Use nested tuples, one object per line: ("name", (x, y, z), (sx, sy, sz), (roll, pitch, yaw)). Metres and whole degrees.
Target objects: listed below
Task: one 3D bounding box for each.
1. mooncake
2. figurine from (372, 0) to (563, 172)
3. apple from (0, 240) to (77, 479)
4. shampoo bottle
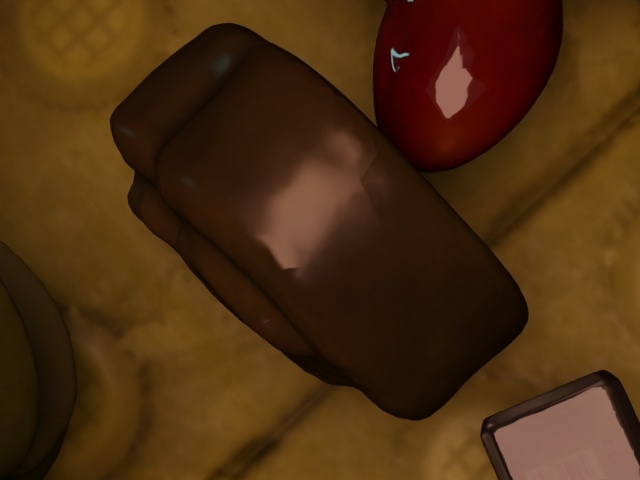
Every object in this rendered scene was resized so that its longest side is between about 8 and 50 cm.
("mooncake", (0.000, 0.000, 0.881), (0.235, 0.235, 0.117), (44, 86, 10))
("figurine", (0.082, -0.218, 0.899), (0.270, 0.211, 0.261), (-38, 100, 17))
("apple", (-0.264, 0.076, 0.862), (0.254, 0.292, 0.292), (28, 87, 7))
("shampoo bottle", (0.165, 0.193, 0.901), (0.080, 0.079, 0.246), (-23, 81, 5))
